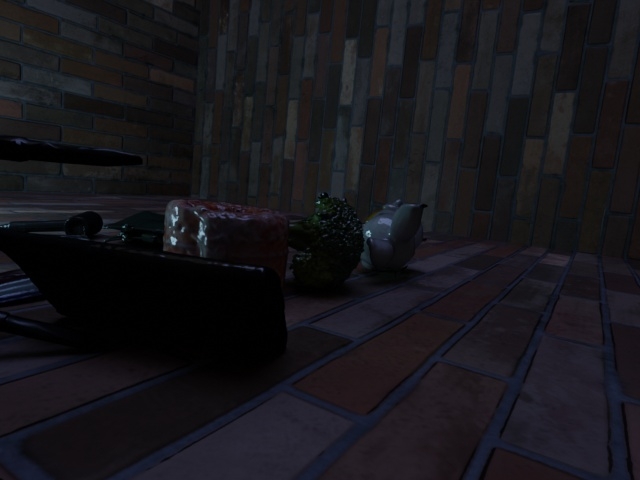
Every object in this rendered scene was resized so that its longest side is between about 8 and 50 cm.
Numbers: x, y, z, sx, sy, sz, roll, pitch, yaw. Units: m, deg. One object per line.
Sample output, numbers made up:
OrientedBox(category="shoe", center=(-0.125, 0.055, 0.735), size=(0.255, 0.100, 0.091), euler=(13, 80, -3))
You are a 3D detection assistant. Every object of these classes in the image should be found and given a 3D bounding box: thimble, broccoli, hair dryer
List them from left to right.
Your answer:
OrientedBox(category="hair dryer", center=(-0.740, -0.034, 1.172), size=(0.255, 0.070, 0.128), euler=(-4, 10, -14))
OrientedBox(category="thimble", center=(-0.169, 0.016, 0.793), size=(0.239, 0.162, 0.239), euler=(8, 7, -1))
OrientedBox(category="broccoli", center=(0.003, 0.001, 0.889), size=(0.176, 0.198, 0.226), euler=(17, 6, -36))

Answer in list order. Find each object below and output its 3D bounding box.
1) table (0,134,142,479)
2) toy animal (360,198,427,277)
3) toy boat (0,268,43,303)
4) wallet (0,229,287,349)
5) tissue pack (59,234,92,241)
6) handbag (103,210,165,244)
OrientedBox(category="table", center=(-0.316, 0.039, 0.367), size=(0.249, 0.318, 0.317), euler=(17, 5, -14))
OrientedBox(category="toy animal", center=(0.183, -0.011, 1.088), size=(0.154, 0.208, 0.325), euler=(45, -2, 1))
OrientedBox(category="toy boat", center=(-0.428, 0.061, 0.708), size=(0.080, 0.046, 0.229), euler=(6, 9, 24))
OrientedBox(category="wallet", center=(-0.198, 0.059, 0.513), size=(0.320, 0.170, 0.044), euler=(8, 53, 9))
OrientedBox(category="tissue pack", center=(-0.548, 0.012, 0.972), size=(0.062, 0.042, 0.083), euler=(-4, 11, -38))
OrientedBox(category="handbag", center=(-0.428, -0.025, 1.210), size=(0.247, 0.079, 0.260), euler=(6, 9, 4))
